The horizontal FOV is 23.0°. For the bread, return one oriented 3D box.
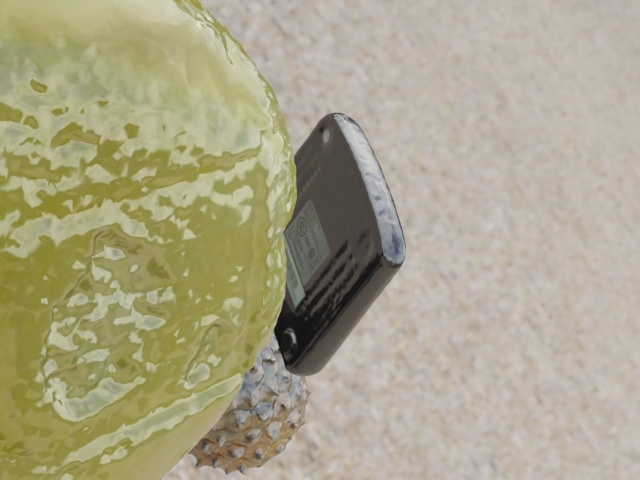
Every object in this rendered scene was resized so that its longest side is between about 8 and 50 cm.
[{"bbox_3d":[-0.139,0.001,0.553,0.270,0.270,0.148,33,10,-46],"label":"bread"}]

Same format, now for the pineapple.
[{"bbox_3d":[-0.092,0.068,1.014,0.251,0.125,0.125,57,10,-59],"label":"pineapple"}]

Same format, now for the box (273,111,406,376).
[{"bbox_3d":[0.000,0.000,0.953,0.027,0.125,0.126,11,42,-31],"label":"box"}]
